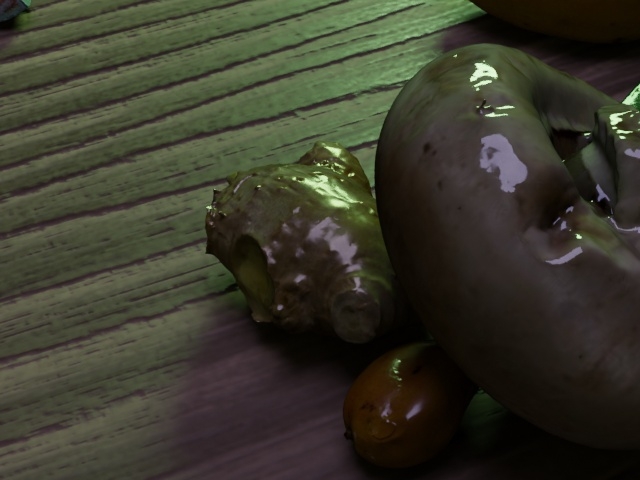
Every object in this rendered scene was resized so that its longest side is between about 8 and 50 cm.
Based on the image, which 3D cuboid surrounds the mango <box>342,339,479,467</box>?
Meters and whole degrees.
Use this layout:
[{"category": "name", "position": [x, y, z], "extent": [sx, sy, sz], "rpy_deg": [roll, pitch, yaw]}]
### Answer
[{"category": "mango", "position": [0.064, 0.104, 1.085], "extent": [0.080, 0.060, 0.114], "rpy_deg": [20, 46, 42]}]

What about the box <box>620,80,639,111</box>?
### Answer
[{"category": "box", "position": [0.332, -0.117, 1.335], "extent": [0.132, 0.034, 0.235], "rpy_deg": [23, 48, 26]}]

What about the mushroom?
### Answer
[{"category": "mushroom", "position": [0.191, -0.033, 1.034], "extent": [0.292, 0.290, 0.292], "rpy_deg": [36, 29, -25]}]

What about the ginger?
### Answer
[{"category": "ginger", "position": [0.000, 0.000, 1.171], "extent": [0.157, 0.102, 0.216], "rpy_deg": [-25, 47, -32]}]

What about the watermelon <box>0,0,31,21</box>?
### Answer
[{"category": "watermelon", "position": [-0.297, -0.236, 1.477], "extent": [0.085, 0.061, 0.085], "rpy_deg": [-2, 51, 3]}]

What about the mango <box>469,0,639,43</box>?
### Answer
[{"category": "mango", "position": [0.212, -0.244, 1.430], "extent": [0.227, 0.109, 0.147], "rpy_deg": [16, 69, 19]}]
